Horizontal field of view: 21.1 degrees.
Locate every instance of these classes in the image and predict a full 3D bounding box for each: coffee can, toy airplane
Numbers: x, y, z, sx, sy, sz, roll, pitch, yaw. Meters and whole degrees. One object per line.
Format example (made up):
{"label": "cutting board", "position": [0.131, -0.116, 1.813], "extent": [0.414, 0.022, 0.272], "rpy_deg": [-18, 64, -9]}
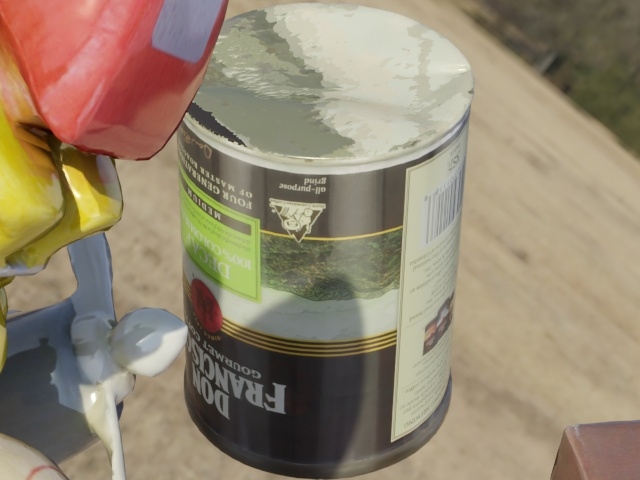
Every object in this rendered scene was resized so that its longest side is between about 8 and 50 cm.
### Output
{"label": "coffee can", "position": [0.000, 0.000, 1.214], "extent": [0.202, 0.275, 0.201], "rpy_deg": [1, 36, 0]}
{"label": "toy airplane", "position": [-0.188, 0.048, 0.512], "extent": [0.272, 0.384, 0.386], "rpy_deg": [46, 53, 10]}

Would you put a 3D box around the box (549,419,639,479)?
{"label": "box", "position": [0.262, 0.143, 0.485], "extent": [0.381, 0.143, 0.191], "rpy_deg": [-6, 44, -9]}
